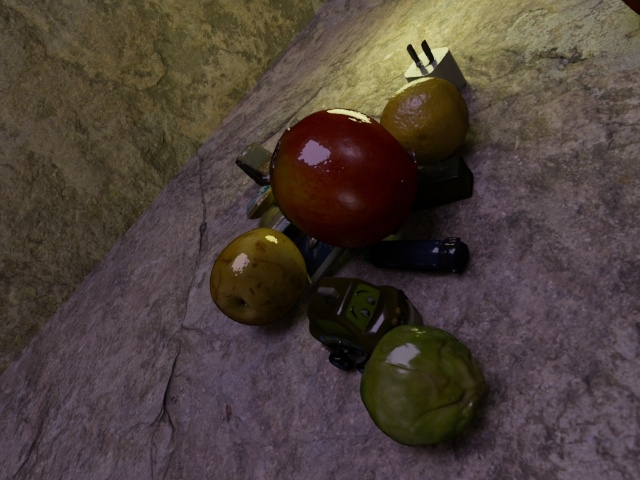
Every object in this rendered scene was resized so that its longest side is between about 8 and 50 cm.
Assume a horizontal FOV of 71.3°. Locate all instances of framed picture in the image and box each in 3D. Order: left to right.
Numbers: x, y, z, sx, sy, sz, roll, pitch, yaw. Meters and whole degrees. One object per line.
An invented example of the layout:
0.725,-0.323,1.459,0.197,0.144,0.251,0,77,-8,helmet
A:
0.000,0.000,1.354,0.209,0.019,0.281,-52,29,13,framed picture

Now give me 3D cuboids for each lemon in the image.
0.279,-0.317,1.229,0.253,0.228,0.229,-39,32,30,lemon

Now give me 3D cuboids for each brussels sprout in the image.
0.176,0.257,0.796,0.222,0.161,0.223,-15,54,22,brussels sprout

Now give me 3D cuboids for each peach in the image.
0.064,-0.152,1.100,0.369,0.370,0.370,-29,37,25,peach

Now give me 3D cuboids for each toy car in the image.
0.072,0.163,0.979,0.247,0.198,0.204,-1,53,45,toy car

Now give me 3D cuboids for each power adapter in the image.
0.345,-0.538,1.404,0.125,0.205,0.130,-52,35,-9,power adapter

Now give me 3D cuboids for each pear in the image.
-0.172,0.102,1.269,0.280,0.280,0.281,-29,37,25,pear

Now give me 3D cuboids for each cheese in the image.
-0.229,-0.145,1.719,0.177,0.069,0.270,-52,9,-1,cheese

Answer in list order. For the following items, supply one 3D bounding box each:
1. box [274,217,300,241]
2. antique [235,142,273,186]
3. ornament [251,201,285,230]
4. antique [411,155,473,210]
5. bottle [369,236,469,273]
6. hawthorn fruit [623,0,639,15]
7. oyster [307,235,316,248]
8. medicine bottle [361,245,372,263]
-0.139,0.004,1.456,0.034,0.132,0.235,43,91,17,box
-0.219,-0.294,1.858,0.125,0.150,0.284,-50,41,-6,antique
-0.122,-0.085,1.581,0.230,0.061,0.244,-53,30,-13,ornament
0.279,-0.137,1.172,0.220,0.081,0.080,-17,42,39,antique
0.229,0.031,1.055,0.244,0.072,0.082,1,83,48,bottle
0.782,-0.642,0.956,0.308,0.308,0.325,-15,37,39,hawthorn fruit
-0.026,-0.014,1.366,0.054,0.019,0.083,-30,40,44,oyster
0.122,-0.037,1.258,0.095,0.064,0.261,-46,34,27,medicine bottle
